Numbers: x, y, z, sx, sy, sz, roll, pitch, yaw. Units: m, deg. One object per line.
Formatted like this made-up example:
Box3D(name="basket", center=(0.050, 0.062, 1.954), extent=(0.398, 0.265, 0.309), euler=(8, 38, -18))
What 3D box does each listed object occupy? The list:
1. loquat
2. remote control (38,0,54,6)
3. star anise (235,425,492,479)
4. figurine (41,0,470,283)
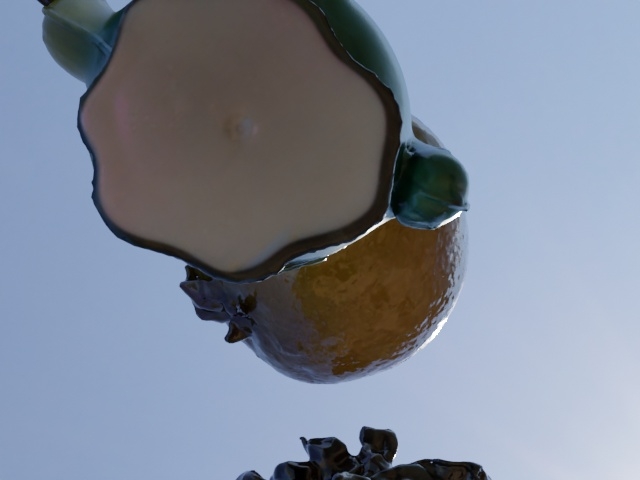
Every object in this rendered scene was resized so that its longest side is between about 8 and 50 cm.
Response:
Box3D(name="loquat", center=(0.000, 0.000, 1.733), extent=(0.275, 0.275, 0.275), euler=(22, -123, -39))
Box3D(name="remote control", center=(-0.220, -0.250, 1.617), extent=(0.107, 0.044, 0.377), euler=(40, -172, -8))
Box3D(name="star anise", center=(0.027, 0.217, 1.350), extent=(0.214, 0.099, 0.220), euler=(18, -138, 15))
Box3D(name="figurine", center=(-0.049, -0.092, 1.283), extent=(0.324, 0.340, 0.231), euler=(22, -83, -6))
